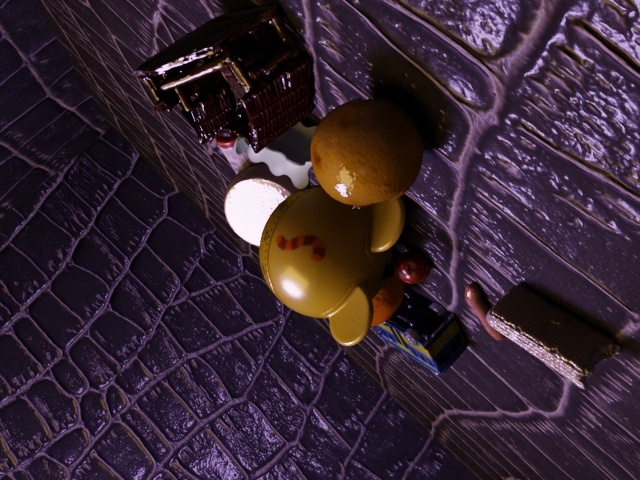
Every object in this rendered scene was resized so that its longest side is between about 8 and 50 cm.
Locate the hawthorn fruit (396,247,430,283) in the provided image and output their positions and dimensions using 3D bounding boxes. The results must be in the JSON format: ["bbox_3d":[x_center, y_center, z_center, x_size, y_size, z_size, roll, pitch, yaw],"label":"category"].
[{"bbox_3d":[0.235,0.063,1.644,0.093,0.093,0.093,42,166,13],"label":"hawthorn fruit"}]

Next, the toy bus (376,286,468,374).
[{"bbox_3d":[0.277,0.251,1.918,0.288,0.138,0.175,28,157,49],"label":"toy bus"}]

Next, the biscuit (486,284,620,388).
[{"bbox_3d":[0.452,0.181,1.271,0.239,0.108,0.061,36,157,37],"label":"biscuit"}]

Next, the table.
[{"bbox_3d":[-0.086,-0.234,1.580,0.198,0.166,0.166,32,162,22],"label":"table"}]

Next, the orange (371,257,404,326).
[{"bbox_3d":[0.139,0.132,1.839,0.224,0.170,0.223,7,99,51],"label":"orange"}]

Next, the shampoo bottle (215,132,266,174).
[{"bbox_3d":[-0.252,-0.293,1.972,0.104,0.104,0.278,34,163,39],"label":"shampoo bottle"}]

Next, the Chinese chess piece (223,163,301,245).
[{"bbox_3d":[-0.165,-0.105,1.980,0.274,0.102,0.273,7,123,11],"label":"Chinese chess piece"}]

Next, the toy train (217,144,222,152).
[{"bbox_3d":[-0.322,-0.320,2.211,0.052,0.051,0.234,53,165,-10],"label":"toy train"}]

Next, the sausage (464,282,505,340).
[{"bbox_3d":[0.394,0.173,1.558,0.186,0.043,0.043,53,165,-26],"label":"sausage"}]

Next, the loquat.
[{"bbox_3d":[0.084,-0.156,1.175,0.208,0.208,0.208,42,166,13],"label":"loquat"}]

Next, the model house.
[{"bbox_3d":[-0.182,-0.309,1.382,0.282,0.317,0.297,59,174,-31],"label":"model house"}]

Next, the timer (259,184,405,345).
[{"bbox_3d":[0.041,0.040,1.592,0.387,0.376,0.376,20,151,50],"label":"timer"}]
